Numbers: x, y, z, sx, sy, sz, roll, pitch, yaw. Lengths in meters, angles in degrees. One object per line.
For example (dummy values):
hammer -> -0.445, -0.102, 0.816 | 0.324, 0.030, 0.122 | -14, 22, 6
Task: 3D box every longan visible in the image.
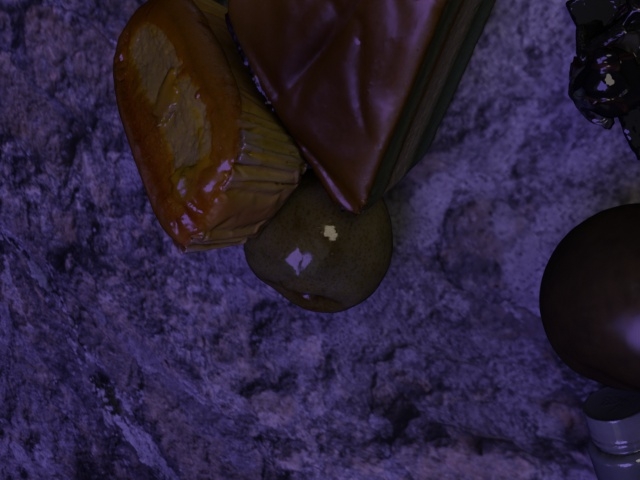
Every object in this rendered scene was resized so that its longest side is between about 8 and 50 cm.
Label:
longan -> 0.268, 0.052, 0.649 | 0.167, 0.187, 0.168 | -3, 110, -8

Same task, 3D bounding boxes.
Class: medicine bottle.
medicine bottle -> 0.308, 0.213, 0.777 | 0.080, 0.080, 0.131 | -9, 110, 40

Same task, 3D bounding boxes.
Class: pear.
pear -> 0.000, 0.000, 0.835 | 0.167, 0.137, 0.167 | 10, 163, 3

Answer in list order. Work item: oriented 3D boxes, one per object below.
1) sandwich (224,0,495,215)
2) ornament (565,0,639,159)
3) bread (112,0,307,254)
sandwich -> 0.066, -0.167, 0.688 | 0.198, 0.155, 0.228 | -23, 100, 43
ornament -> 0.238, -0.114, 0.565 | 0.166, 0.196, 0.153 | -21, 101, 43
bread -> -0.118, -0.125, 0.791 | 0.152, 0.119, 0.288 | -51, 46, 32
